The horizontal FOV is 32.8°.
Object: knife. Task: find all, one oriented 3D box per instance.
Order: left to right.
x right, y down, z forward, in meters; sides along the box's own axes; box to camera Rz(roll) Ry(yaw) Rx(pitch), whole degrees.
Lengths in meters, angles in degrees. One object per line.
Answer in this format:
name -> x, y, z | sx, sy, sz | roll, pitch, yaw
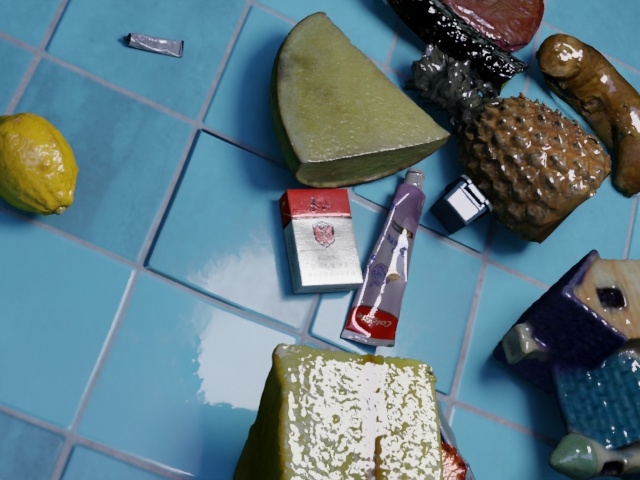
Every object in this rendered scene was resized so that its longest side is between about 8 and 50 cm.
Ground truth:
knife -> 0.204, 0.328, 1.585 | 0.028, 0.015, 0.210 | -17, 78, -34

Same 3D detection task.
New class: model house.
model house -> 0.421, 0.191, 1.600 | 0.280, 0.245, 0.312 | 4, 59, -26

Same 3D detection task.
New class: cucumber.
cucumber -> 0.209, -0.348, 1.801 | 0.303, 0.081, 0.072 | 33, 36, -18

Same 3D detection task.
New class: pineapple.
pineapple -> 0.280, -0.167, 1.723 | 0.362, 0.202, 0.202 | 44, 59, 12

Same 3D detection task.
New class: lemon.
lemon -> -0.385, -0.101, 1.446 | 0.114, 0.114, 0.155 | -35, 92, -30

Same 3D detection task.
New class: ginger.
ginger -> 0.490, -0.234, 1.879 | 0.309, 0.107, 0.133 | 49, 46, -3

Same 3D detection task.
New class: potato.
potato -> 0.027, -0.220, 1.673 | 0.270, 0.112, 0.255 | -11, 70, -28

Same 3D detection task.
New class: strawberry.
strawberry -> 0.152, 0.327, 1.547 | 0.104, 0.048, 0.152 | -20, 65, -21

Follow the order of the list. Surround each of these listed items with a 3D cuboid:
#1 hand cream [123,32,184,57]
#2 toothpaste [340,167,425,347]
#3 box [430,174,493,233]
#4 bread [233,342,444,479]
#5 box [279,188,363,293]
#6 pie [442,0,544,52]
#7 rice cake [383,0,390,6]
hand cream -> -0.252, -0.296, 1.639 | 0.093, 0.019, 0.030 | 8, 65, -27
toothpaste -> 0.109, 0.022, 1.649 | 0.075, 0.048, 0.300 | 25, 64, -17
box -> 0.216, -0.052, 1.697 | 0.054, 0.099, 0.074 | -42, 89, -15
bread -> 0.054, 0.337, 1.317 | 0.233, 0.244, 0.361 | 8, 30, -21
box -> 0.000, 0.000, 1.610 | 0.100, 0.048, 0.152 | -1, 72, -25
pie -> 0.298, -0.425, 1.900 | 0.204, 0.054, 0.218 | 25, 62, -12
rice cake -> 0.178, -0.474, 1.838 | 0.211, 0.038, 0.124 | -27, 73, -8
